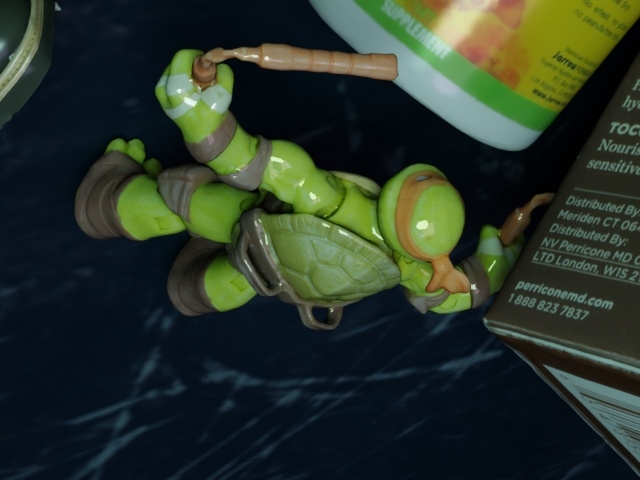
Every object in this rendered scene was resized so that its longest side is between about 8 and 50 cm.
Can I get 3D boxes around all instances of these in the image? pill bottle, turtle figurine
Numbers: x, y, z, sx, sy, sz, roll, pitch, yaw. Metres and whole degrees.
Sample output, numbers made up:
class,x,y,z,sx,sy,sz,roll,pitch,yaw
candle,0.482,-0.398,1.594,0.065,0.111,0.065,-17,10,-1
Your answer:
class,x,y,z,sx,sy,sz,roll,pitch,yaw
pill bottle,0.113,-0.173,0.640,0.136,0.136,0.245,27,110,-32
turtle figurine,0.000,0.000,0.673,0.269,0.217,0.087,26,70,-39

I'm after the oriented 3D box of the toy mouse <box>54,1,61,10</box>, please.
class,x,y,z,sx,sy,sz,roll,pitch,yaw
toy mouse,-0.175,-0.152,0.616,0.161,0.031,0.143,14,117,-27

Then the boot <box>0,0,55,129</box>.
class,x,y,z,sx,sy,sz,roll,pitch,yaw
boot,-0.220,-0.076,0.582,0.198,0.077,0.137,-24,138,22

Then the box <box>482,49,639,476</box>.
class,x,y,z,sx,sy,sz,roll,pitch,yaw
box,0.254,-0.059,0.669,0.191,0.143,0.381,44,73,-36
